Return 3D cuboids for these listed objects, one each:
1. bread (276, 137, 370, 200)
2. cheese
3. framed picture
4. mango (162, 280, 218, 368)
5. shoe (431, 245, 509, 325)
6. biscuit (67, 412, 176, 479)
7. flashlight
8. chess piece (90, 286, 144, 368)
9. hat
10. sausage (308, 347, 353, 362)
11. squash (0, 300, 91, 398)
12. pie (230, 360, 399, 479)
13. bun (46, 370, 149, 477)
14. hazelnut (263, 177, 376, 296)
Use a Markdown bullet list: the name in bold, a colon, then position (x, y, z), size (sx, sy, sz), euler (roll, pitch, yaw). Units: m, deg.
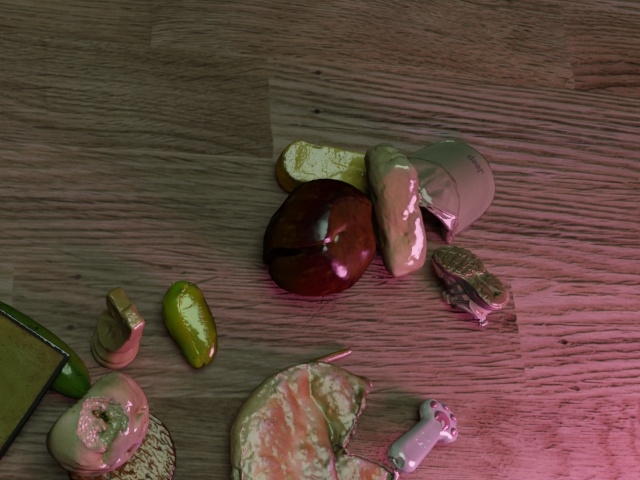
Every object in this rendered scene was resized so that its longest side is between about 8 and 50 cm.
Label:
- **bread**: position (0.031, -0.133, 2.067), size (0.246, 0.094, 0.102), euler (10, 73, -12)
- **cheese**: position (0.143, -0.055, 1.978), size (0.093, 0.262, 0.159), euler (-12, 25, -3)
- **framed picture**: position (-0.630, 0.206, 1.694), size (0.339, 0.014, 0.255), euler (34, 82, -1)
- **mango**: position (-0.240, 0.155, 1.861), size (0.091, 0.074, 0.165), euler (-11, 83, -28)
- **shoe**: position (0.294, 0.091, 2.050), size (0.180, 0.092, 0.089), euler (43, 47, 20)
- **biscuit**: position (-0.343, 0.376, 1.750), size (0.188, 0.027, 0.187), euler (6, 65, -13)
- **flashlight**: position (0.190, 0.363, 1.878), size (0.093, 0.047, 0.200), euler (55, 41, 4)
- **chess piece**: position (-0.345, 0.151, 1.753), size (0.090, 0.200, 0.090), euler (7, 64, -15)
- **hat**: position (0.268, -0.133, 2.123), size (0.245, 0.149, 0.214), euler (-40, 83, -17)
- **sausage**: position (0.018, 0.224, 1.941), size (0.100, 0.015, 0.015), euler (-16, 72, -23)
- **squash**: position (-0.517, 0.174, 1.757), size (0.292, 0.082, 0.082), euler (34, 61, 1)
- **pie**: position (-0.020, 0.378, 1.827), size (0.338, 0.075, 0.337), euler (6, 67, -14)
- **bun**: position (-0.353, 0.305, 1.653), size (0.128, 0.193, 0.178), euler (45, 74, 3)
- **hazelnut**: position (0.000, 0.000, 1.945), size (0.218, 0.218, 0.233), euler (27, 63, -4)
